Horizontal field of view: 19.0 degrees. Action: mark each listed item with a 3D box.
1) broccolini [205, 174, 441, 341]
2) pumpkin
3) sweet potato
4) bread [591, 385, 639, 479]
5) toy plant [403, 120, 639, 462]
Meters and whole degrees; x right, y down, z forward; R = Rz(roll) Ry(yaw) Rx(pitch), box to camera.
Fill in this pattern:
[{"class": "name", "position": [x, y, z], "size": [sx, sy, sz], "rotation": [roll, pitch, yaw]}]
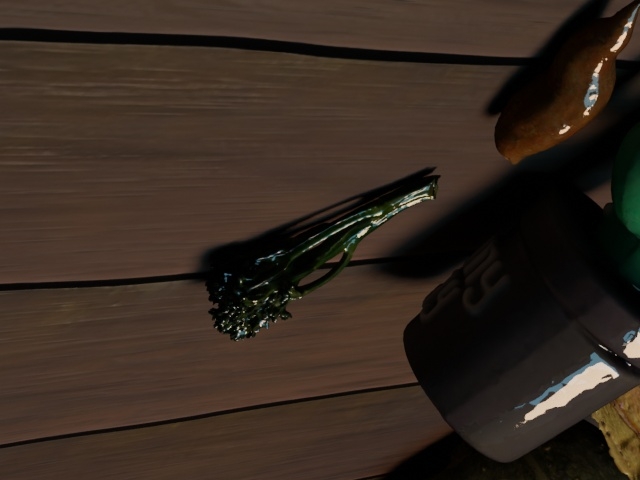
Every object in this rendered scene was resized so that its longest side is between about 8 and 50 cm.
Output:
[{"class": "broccolini", "position": [0.007, 0.011, 1.419], "size": [0.201, 0.058, 0.074], "rotation": [-24, 168, -1]}, {"class": "pumpkin", "position": [0.242, 0.356, 2.344], "size": [0.328, 0.257, 0.291], "rotation": [-34, 173, 3]}, {"class": "sweet potato", "position": [0.176, -0.111, 1.317], "size": [0.056, 0.056, 0.195], "rotation": [-13, 154, -33]}, {"class": "bread", "position": [0.448, 0.151, 2.196], "size": [0.264, 0.167, 0.163], "rotation": [-21, 164, -18]}, {"class": "toy plant", "position": [0.252, 0.005, 1.539], "size": [0.400, 0.185, 0.279], "rotation": [-41, 140, 19]}]
